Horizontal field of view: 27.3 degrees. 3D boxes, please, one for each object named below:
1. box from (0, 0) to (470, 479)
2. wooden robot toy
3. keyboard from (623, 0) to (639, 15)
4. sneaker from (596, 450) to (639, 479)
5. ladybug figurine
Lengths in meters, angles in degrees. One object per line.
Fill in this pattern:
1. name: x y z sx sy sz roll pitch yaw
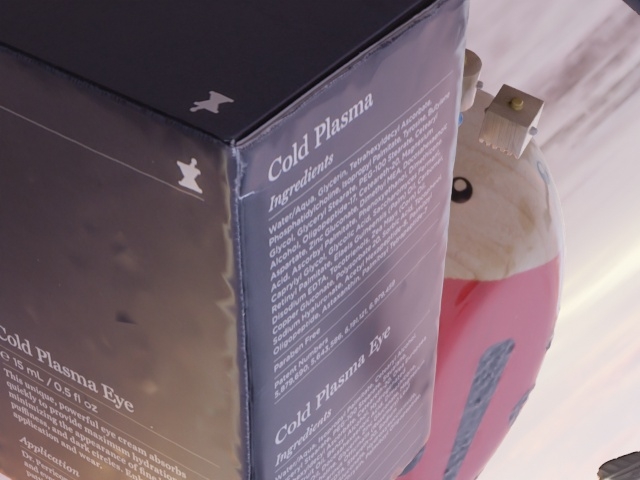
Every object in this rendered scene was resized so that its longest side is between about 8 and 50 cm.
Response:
1. box: -0.116 -0.021 0.702 0.179 0.343 0.312 -42 146 -39
2. wooden robot toy: 0.045 -0.081 0.806 0.079 0.173 0.076 97 6 -51
3. keyboard: 0.176 -0.153 0.491 0.180 0.108 0.023 -45 -166 37
4. sneaker: 0.247 0.155 0.843 0.135 0.058 0.052 -29 149 32
5. ladybug figurine: 0.087 0.087 1.144 0.305 0.162 0.449 -18 135 -35
